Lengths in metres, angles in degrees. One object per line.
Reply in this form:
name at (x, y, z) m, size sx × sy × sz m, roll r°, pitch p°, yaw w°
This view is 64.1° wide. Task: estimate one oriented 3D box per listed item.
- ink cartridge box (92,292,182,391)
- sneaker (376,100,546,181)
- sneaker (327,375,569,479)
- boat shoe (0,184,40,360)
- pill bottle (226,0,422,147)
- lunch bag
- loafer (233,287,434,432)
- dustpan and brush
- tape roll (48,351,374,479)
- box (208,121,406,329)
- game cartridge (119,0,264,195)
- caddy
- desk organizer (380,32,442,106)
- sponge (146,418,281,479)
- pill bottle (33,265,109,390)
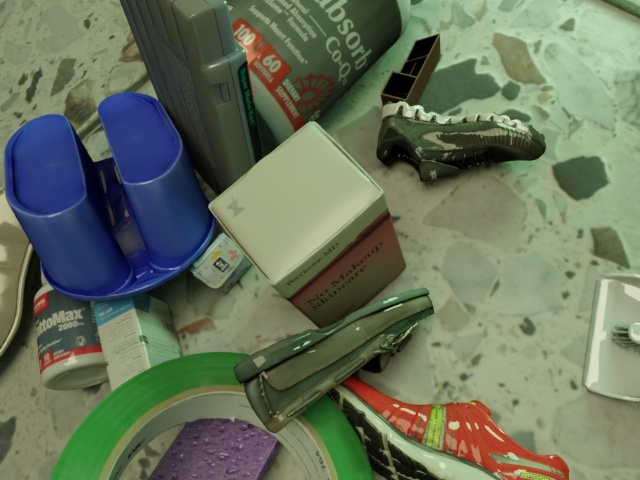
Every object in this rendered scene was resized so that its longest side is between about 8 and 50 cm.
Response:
ink cartridge box at (-0.232, 0.162, 0.682) m, size 0.060 × 0.104 × 0.180 m, roll -27°, pitch 64°, yaw 3°
sneaker at (0.181, -0.122, 0.706) m, size 0.234 × 0.078 × 0.106 m, roll 15°, pitch 76°, yaw 24°
sneaker at (0.136, 0.224, 0.579) m, size 0.278 × 0.107 × 0.118 m, roll 24°, pitch 50°, yaw 27°
boat shoe at (-0.512, 0.073, 0.812) m, size 0.112 × 0.095 × 0.336 m, roll 18°, pitch 75°, yaw -17°
pill bottle at (0.000, -0.331, 0.759) m, size 0.363 × 0.210 × 0.210 m, roll -46°, pitch 65°, yaw -6°
lunch bag at (-0.140, 0.032, 0.721) m, size 0.053 × 0.083 × 0.071 m, roll 38°, pitch 81°, yaw 25°
loafer at (0.033, 0.133, 0.595) m, size 0.267 × 0.096 × 0.084 m, roll -17°, pitch 74°, yaw -29°
dustpan and brush at (0.414, 0.118, 0.554) m, size 0.211 × 0.060 × 0.147 m, roll 12°, pitch 72°, yaw 19°
tape roll at (-0.101, 0.272, 0.512) m, size 0.321 × 0.077 × 0.321 m, roll 11°, pitch 48°, yaw -12°
box at (0.000, 0.000, 0.615) m, size 0.148 × 0.232 × 0.127 m, roll -40°, pitch 64°, yaw -3°
game cartridge at (-0.161, -0.195, 0.672) m, size 0.068 × 0.355 × 0.230 m, roll -38°, pitch 65°, yaw -20°
caddy at (-0.294, -0.062, 0.731) m, size 0.241 × 0.179 × 0.341 m, roll -23°, pitch 44°, yaw -14°
desk organizer at (0.139, -0.254, 0.780) m, size 0.047 × 0.050 × 0.130 m, roll 22°, pitch 76°, yaw 21°
sponge at (-0.130, 0.274, 0.604) m, size 0.117 × 0.031 × 0.210 m, roll 17°, pitch 47°, yaw 19°
pill bottle at (-0.349, 0.110, 0.733) m, size 0.107 × 0.108 × 0.180 m, roll -24°, pitch 65°, yaw 5°
